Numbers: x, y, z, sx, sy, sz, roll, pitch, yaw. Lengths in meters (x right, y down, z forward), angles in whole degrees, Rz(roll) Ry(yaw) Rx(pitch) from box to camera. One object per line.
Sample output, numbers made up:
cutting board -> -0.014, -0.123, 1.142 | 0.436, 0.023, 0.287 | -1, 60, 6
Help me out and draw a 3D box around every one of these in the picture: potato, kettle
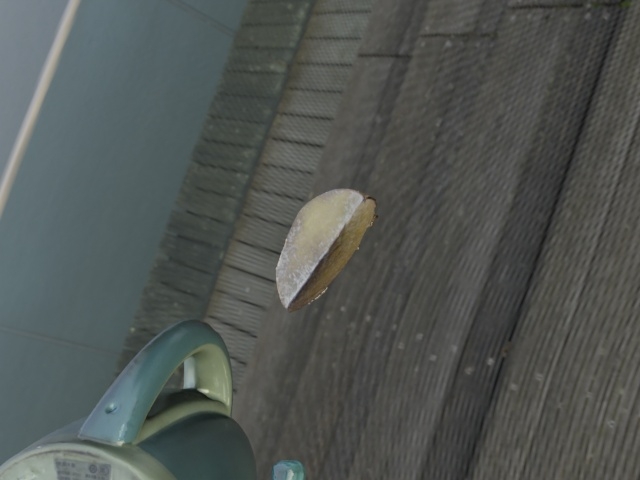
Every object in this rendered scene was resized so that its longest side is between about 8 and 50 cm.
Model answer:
potato -> 0.001, 0.000, 0.574 | 0.036, 0.037, 0.093 | 43, 112, 23
kettle -> -0.178, 0.253, 0.996 | 0.247, 0.342, 0.319 | 13, 102, 14

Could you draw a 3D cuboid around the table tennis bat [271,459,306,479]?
table tennis bat -> -0.034, 0.294, 0.775 | 0.124, 0.033, 0.201 | -7, 70, 34
